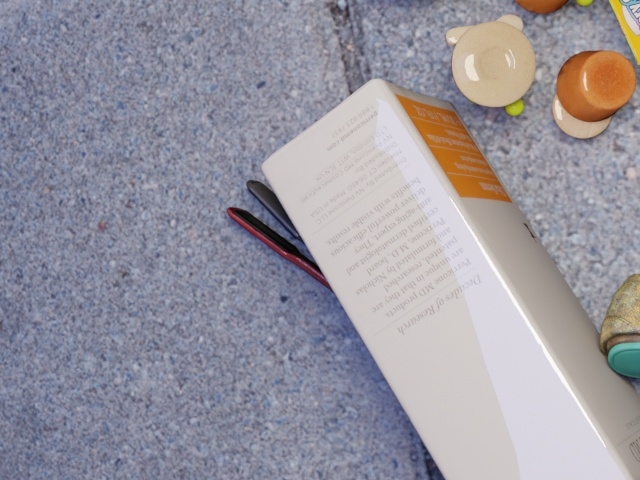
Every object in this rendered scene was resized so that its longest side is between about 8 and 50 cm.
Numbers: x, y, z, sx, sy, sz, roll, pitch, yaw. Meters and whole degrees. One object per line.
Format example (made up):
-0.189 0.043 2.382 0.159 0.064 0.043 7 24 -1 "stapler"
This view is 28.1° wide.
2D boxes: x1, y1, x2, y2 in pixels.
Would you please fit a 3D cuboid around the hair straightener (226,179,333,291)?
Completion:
0.000 0.000 1.464 0.230 0.047 0.089 39 106 19 "hair straightener"

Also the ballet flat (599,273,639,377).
0.448 0.088 1.233 0.348 0.123 0.123 6 93 22 "ballet flat"

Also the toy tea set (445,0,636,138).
0.184 -0.244 1.325 0.200 0.124 0.336 -28 93 -5 "toy tea set"

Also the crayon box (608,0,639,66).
0.336 -0.331 1.253 0.165 0.081 0.278 -23 94 27 "crayon box"

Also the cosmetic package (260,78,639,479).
0.152 0.072 1.296 0.161 0.230 0.453 -35 77 20 "cosmetic package"
